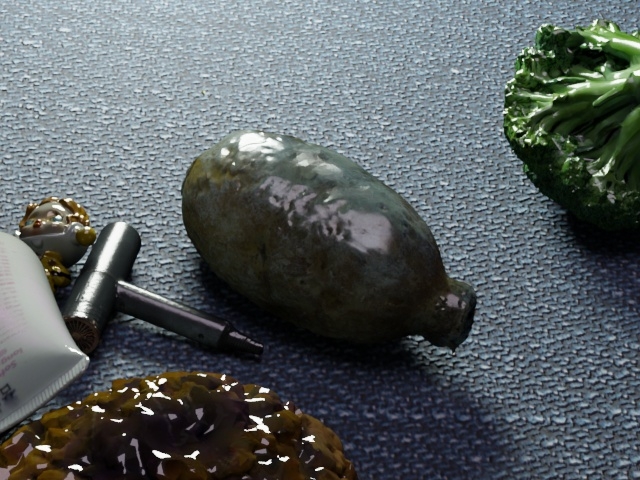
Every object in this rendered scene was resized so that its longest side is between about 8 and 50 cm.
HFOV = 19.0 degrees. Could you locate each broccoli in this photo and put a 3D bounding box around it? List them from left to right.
[{"bbox_3d":[0.327,-0.131,2.079,0.261,0.241,0.269,18,61,-18],"label":"broccoli"}]

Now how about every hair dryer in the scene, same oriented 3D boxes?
[{"bbox_3d":[-0.143,0.061,1.863,0.195,0.050,0.173,13,36,1],"label":"hair dryer"}]

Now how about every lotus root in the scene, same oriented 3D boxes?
[{"bbox_3d":[0.000,-0.002,1.874,0.349,0.175,0.175,28,40,27],"label":"lotus root"}]

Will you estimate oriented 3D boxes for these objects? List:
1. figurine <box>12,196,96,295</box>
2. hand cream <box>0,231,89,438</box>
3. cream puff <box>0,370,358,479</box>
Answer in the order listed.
[{"bbox_3d":[-0.265,0.016,1.882,0.101,0.068,0.143,-23,40,1],"label":"figurine"},{"bbox_3d":[-0.282,0.097,1.639,0.185,0.118,0.358,-35,23,2],"label":"hand cream"},{"bbox_3d":[-0.127,0.228,1.464,0.343,0.231,0.327,21,40,18],"label":"cream puff"}]
